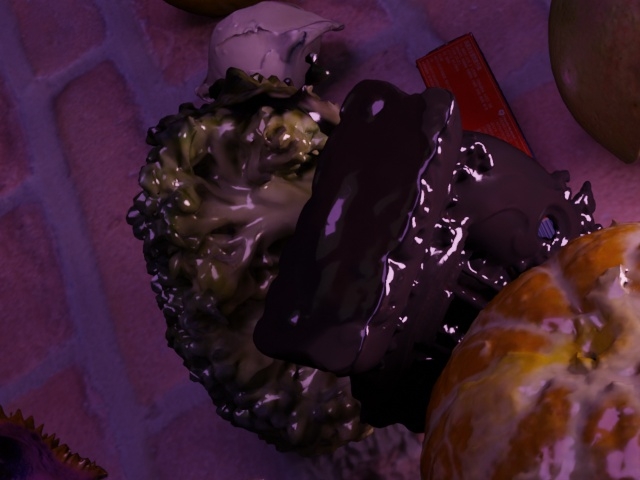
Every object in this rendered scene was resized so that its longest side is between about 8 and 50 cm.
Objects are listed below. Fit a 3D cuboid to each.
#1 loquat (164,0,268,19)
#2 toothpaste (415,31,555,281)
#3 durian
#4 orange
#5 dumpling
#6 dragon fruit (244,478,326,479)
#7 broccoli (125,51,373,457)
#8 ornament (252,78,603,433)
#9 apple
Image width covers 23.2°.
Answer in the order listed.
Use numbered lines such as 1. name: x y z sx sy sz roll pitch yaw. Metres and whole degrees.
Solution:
1. loquat: -0.134 -0.376 1.751 0.213 0.246 0.213 -19 39 16
2. toothpaste: 0.162 -0.062 1.388 0.066 0.076 0.320 -26 42 9
3. durian: -0.363 0.251 1.409 0.260 0.154 0.186 -49 18 -27
4. orange: 0.227 0.138 1.027 0.329 0.249 0.329 -16 38 13
5. dumpling: -0.053 -0.204 1.652 0.188 0.108 0.127 -26 15 34
6. dragon fruit: -0.054 0.316 0.998 0.329 0.329 0.329 -18 44 18
7. broccoli: 0.000 0.003 1.272 0.281 0.293 0.348 -18 45 4
8. ornament: 0.101 0.031 1.156 0.106 0.260 0.251 11 72 47
9. apple: 0.261 -0.200 1.303 0.120 0.265 0.193 15 22 -3
